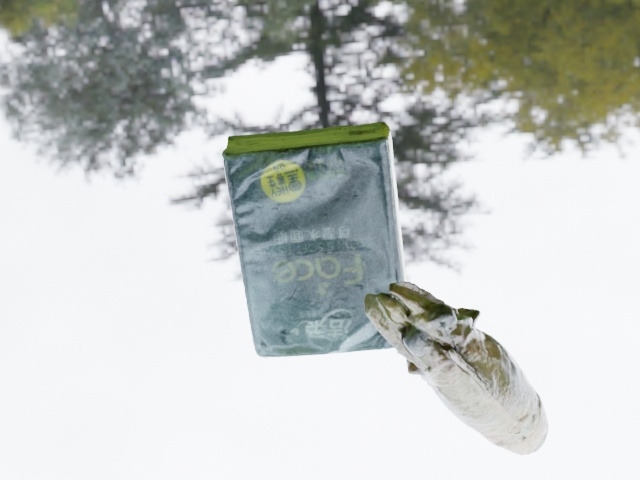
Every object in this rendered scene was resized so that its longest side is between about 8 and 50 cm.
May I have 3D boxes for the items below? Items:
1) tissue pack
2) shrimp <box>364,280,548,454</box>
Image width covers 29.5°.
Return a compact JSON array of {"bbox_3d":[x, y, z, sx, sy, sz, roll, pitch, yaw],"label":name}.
[{"bbox_3d":[0.000,0.000,1.381,0.185,0.257,0.081,-5,-156,7],"label":"tissue pack"},{"bbox_3d":[0.109,0.096,1.051,0.077,0.317,0.168,-45,-130,-3],"label":"shrimp"}]
